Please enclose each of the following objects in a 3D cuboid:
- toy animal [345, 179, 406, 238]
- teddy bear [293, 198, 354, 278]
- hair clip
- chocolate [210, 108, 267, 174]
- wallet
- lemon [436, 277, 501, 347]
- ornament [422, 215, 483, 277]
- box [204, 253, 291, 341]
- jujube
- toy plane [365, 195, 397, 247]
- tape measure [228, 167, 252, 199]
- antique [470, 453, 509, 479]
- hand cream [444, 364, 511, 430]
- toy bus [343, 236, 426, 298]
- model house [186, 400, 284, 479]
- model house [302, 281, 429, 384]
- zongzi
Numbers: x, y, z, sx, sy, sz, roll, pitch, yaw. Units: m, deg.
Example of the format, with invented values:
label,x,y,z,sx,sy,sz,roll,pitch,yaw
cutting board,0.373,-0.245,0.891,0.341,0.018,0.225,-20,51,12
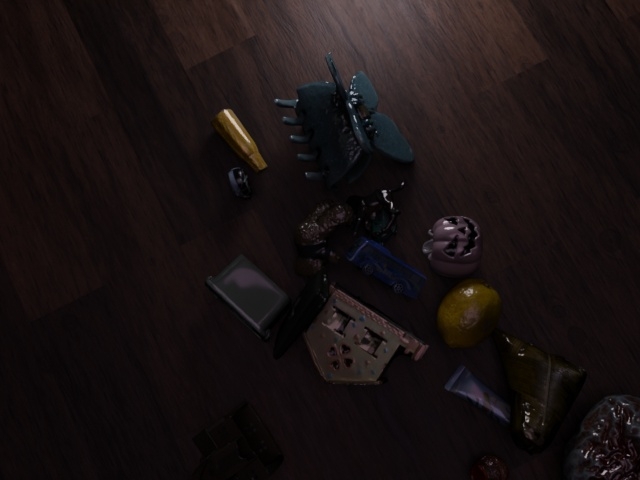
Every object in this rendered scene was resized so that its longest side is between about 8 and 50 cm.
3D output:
label,x,y,z,sx,sy,sz,roll,pitch,yaw
toy animal,0.147,-0.090,1.877,0.233,0.085,0.148,-30,61,23
teddy bear,-0.016,-0.005,1.877,0.129,0.182,0.251,10,103,-33
hair clip,0.049,-0.320,1.871,0.239,0.392,0.318,-28,80,25
chocolate,-0.239,-0.290,1.976,0.086,0.085,0.219,-37,81,-3
wallet,-0.060,0.201,1.806,0.052,0.168,0.245,31,110,-14
lemon,0.406,0.202,1.814,0.170,0.170,0.207,33,88,8
ornament,0.368,0.018,1.844,0.178,0.177,0.177,-1,81,3
box,-0.196,0.159,1.865,0.243,0.163,0.135,42,76,10
jujube,0.769,0.559,1.712,0.226,0.226,0.317,34,79,8
toy plane,0.176,-0.020,1.919,0.096,0.060,0.234,-4,77,10
tape measure,-0.237,-0.170,1.947,0.054,0.094,0.091,-17,80,7
antique,0.461,0.628,1.775,0.104,0.104,0.104,-1,81,3
hand cream,0.471,0.455,1.831,0.256,0.055,0.088,36,78,14
toy bus,0.183,0.076,1.849,0.237,0.079,0.094,32,89,-18
model house,-0.268,0.605,1.782,0.243,0.204,0.211,-38,80,14
model house,0.101,0.297,1.826,0.326,0.169,0.244,33,91,12
zongzi,0.529,0.390,1.771,0.288,0.134,0.286,35,58,14
